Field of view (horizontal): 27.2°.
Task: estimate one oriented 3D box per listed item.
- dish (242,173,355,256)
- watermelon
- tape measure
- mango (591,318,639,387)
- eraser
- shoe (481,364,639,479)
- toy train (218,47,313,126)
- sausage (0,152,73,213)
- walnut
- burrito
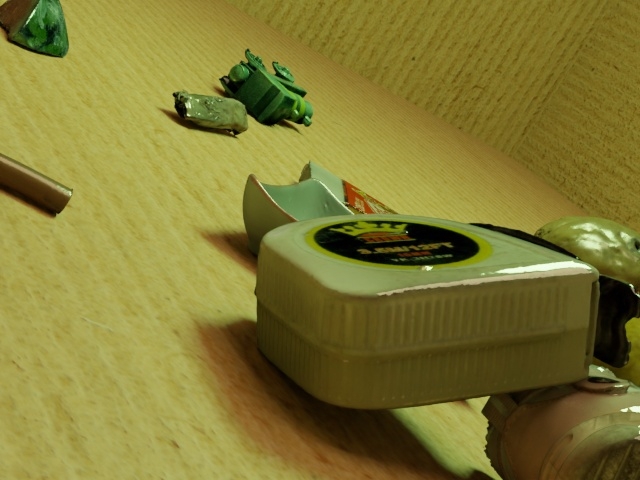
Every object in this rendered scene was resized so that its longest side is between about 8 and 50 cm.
[{"bbox_3d":[0.000,0.000,1.394,0.151,0.077,0.212,33,12,15],"label":"dish"},{"bbox_3d":[-0.361,-0.272,1.684,0.101,0.080,0.155,65,-3,-21],"label":"watermelon"},{"bbox_3d":[0.085,0.055,1.091,0.271,0.132,0.231,-6,17,-23],"label":"tape measure"},{"bbox_3d":[0.418,0.190,1.333,0.445,0.220,0.301,20,20,-39],"label":"mango"},{"bbox_3d":[0.075,-0.023,1.774,0.230,0.038,0.157,30,12,-8],"label":"eraser"},{"bbox_3d":[0.300,0.200,1.102,0.351,0.171,0.198,27,9,-30],"label":"shoe"},{"bbox_3d":[-0.080,-0.242,2.206,0.132,0.083,0.200,48,16,19],"label":"toy train"},{"bbox_3d":[-0.260,-0.057,1.086,0.116,0.026,0.026,27,12,-19],"label":"sausage"},{"bbox_3d":[0.366,0.065,1.791,0.245,0.198,0.198,16,17,-24],"label":"walnut"},{"bbox_3d":[-0.150,-0.176,1.814,0.171,0.042,0.051,-2,65,-61],"label":"burrito"}]
